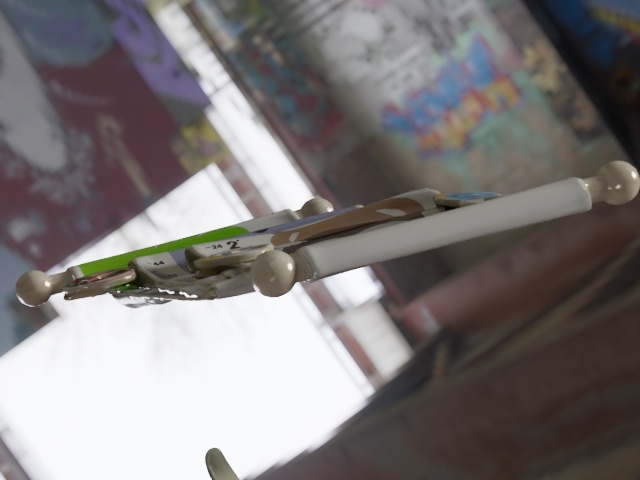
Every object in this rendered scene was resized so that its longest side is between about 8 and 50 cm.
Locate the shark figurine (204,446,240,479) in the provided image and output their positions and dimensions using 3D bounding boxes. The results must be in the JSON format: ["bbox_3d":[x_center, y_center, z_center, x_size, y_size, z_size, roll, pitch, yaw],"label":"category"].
[{"bbox_3d":[0.006,0.209,1.033,0.278,0.166,0.116,19,114,-42],"label":"shark figurine"}]

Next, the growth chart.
[{"bbox_3d":[0.000,0.000,0.780,0.172,0.021,0.237,-16,-174,-29],"label":"growth chart"}]
